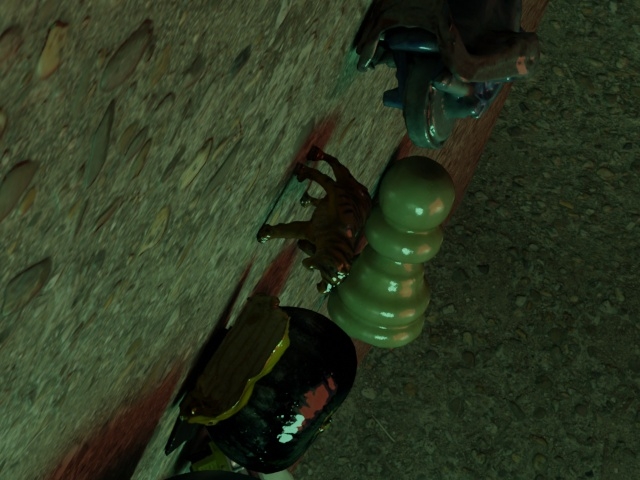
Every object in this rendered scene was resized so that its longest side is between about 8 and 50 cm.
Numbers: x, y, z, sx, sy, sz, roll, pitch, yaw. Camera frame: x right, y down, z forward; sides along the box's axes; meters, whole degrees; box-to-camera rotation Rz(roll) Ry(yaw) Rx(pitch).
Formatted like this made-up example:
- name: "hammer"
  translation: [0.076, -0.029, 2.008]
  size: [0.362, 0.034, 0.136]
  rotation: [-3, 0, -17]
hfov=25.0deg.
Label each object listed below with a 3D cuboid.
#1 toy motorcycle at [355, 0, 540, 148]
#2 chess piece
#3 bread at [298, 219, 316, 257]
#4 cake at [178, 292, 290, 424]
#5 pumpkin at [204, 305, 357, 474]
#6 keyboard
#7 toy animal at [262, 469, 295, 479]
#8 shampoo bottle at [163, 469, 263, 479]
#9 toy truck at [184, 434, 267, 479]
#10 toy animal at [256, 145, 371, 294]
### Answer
- name: "toy motorcycle"
  translation: [0.177, -0.255, 1.672]
  size: [0.319, 0.182, 0.241]
  rotation: [-49, 166, -51]
- name: "chess piece"
  translation: [0.137, 0.006, 2.469]
  size: [0.182, 0.182, 0.330]
  rotation: [-50, 162, -54]
- name: "bread"
  translation: [0.000, 0.000, 1.960]
  size: [0.043, 0.062, 0.109]
  rotation: [92, -14, -78]
- name: "cake"
  translation: [-0.088, 0.155, 1.745]
  size: [0.185, 0.080, 0.116]
  rotation: [-58, 160, -3]
- name: "pumpkin"
  translation: [-0.053, 0.196, 1.903]
  size: [0.233, 0.163, 0.233]
  rotation: [-57, 172, -12]
- name: "keyboard"
  translation: [-0.150, 0.187, 1.797]
  size: [0.060, 0.018, 0.195]
  rotation: [-37, 156, -54]
- name: "toy animal"
  translation: [-0.098, 0.459, 2.275]
  size: [0.174, 0.289, 0.249]
  rotation: [-27, 125, -73]
- name: "shampoo bottle"
  translation: [-0.155, 0.451, 1.549]
  size: [0.331, 0.331, 0.343]
  rotation: [-63, 171, 14]
- name: "toy truck"
  translation: [-0.130, 0.335, 2.071]
  size: [0.111, 0.136, 0.286]
  rotation: [-22, 171, -4]
- name: "toy animal"
  translation: [0.025, -0.042, 1.716]
  size: [0.114, 0.116, 0.255]
  rotation: [-63, 173, 25]
